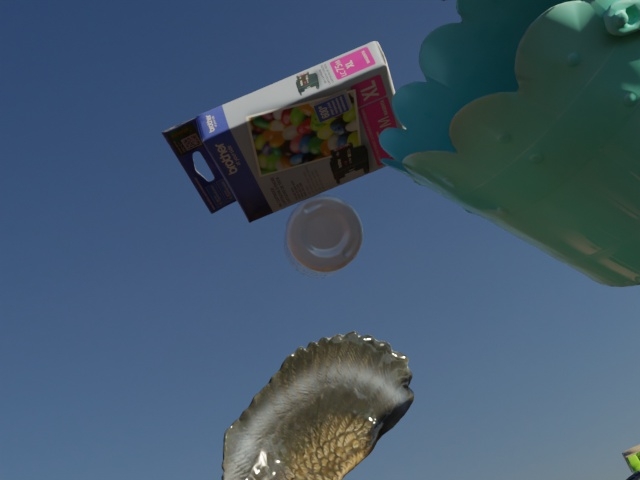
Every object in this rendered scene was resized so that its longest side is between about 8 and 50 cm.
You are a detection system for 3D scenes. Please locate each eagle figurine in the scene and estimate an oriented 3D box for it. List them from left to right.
[{"bbox_3d":[-0.011,0.253,0.853,0.226,0.225,0.298,-41,8,25],"label":"eagle figurine"}]

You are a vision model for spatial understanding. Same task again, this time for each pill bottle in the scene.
[{"bbox_3d":[0.000,0.000,0.790,0.065,0.065,0.116,-15,-5,-5],"label":"pill bottle"}]

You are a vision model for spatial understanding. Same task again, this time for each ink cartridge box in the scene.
[{"bbox_3d":[-0.039,-0.134,1.246,0.311,0.065,0.186,-21,-40,4],"label":"ink cartridge box"}]

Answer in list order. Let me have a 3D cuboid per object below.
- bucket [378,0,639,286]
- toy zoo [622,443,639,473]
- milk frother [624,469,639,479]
[{"bbox_3d":[0.187,-0.116,0.612,0.183,0.281,0.281,31,-42,-11],"label":"bucket"},{"bbox_3d":[0.496,0.300,1.068,0.192,0.030,0.293,-28,17,9],"label":"toy zoo"},{"bbox_3d":[0.350,0.301,0.886,0.143,0.134,0.129,-30,-9,-14],"label":"milk frother"}]
